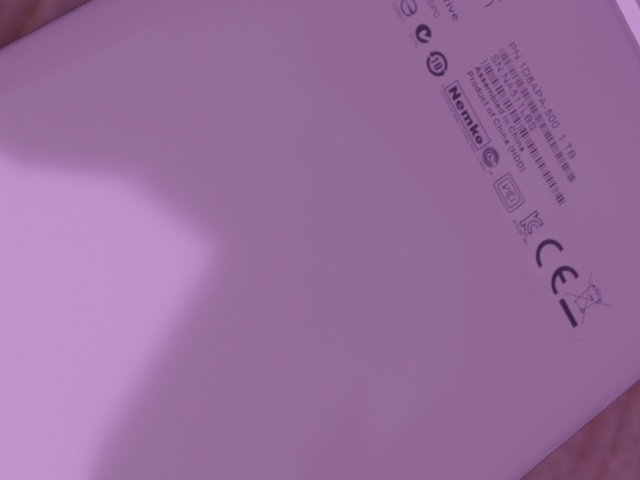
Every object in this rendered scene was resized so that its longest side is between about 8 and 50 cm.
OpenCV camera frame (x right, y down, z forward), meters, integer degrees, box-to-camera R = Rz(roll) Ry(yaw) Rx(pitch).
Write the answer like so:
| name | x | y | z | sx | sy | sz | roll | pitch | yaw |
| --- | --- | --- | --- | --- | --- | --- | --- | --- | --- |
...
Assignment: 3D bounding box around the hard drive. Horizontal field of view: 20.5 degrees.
| name | x | y | z | sx | sy | sz | roll | pitch | yaw |
| --- | --- | --- | --- | --- | --- | --- | --- | --- | --- |
| hard drive | 0.000 | 0.000 | 0.589 | 0.319 | 0.040 | 0.210 | -34 | 100 | -29 |
